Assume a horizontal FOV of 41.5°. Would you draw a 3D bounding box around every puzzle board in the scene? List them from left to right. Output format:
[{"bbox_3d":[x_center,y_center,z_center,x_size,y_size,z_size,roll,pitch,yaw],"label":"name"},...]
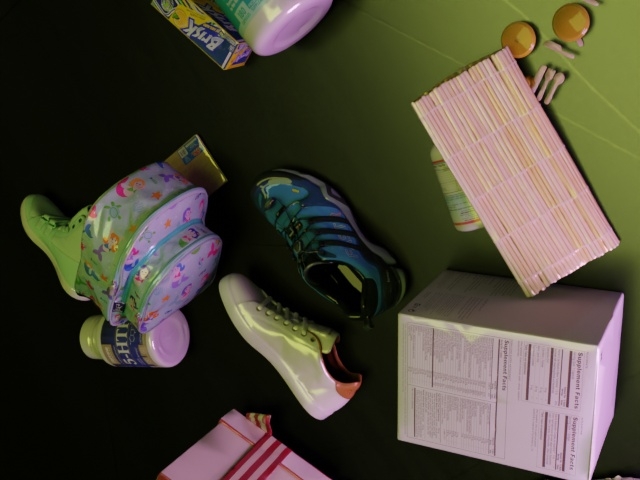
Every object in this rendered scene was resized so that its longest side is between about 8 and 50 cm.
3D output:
[{"bbox_3d":[-0.227,-0.110,1.457,0.128,0.011,0.096,-34,87,32],"label":"puzzle board"}]

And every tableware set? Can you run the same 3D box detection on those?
[{"bbox_3d":[0.294,-0.267,1.120,0.104,0.024,0.154,31,119,20],"label":"tableware set"}]

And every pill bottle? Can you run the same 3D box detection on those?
[{"bbox_3d":[-0.346,0.177,1.555,0.186,0.112,0.112,-5,103,30],"label":"pill bottle"},{"bbox_3d":[-0.112,-0.410,1.218,0.146,0.146,0.264,-40,85,32],"label":"pill bottle"},{"bbox_3d":[0.206,-0.100,1.181,0.087,0.087,0.160,-16,97,31],"label":"pill bottle"}]

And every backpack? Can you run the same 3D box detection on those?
[{"bbox_3d":[-0.277,0.008,1.372,0.191,0.225,0.254,34,137,20],"label":"backpack"}]

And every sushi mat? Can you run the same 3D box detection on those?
[{"bbox_3d":[0.263,-0.091,1.132,0.151,0.019,0.317,-32,97,1],"label":"sushi mat"}]

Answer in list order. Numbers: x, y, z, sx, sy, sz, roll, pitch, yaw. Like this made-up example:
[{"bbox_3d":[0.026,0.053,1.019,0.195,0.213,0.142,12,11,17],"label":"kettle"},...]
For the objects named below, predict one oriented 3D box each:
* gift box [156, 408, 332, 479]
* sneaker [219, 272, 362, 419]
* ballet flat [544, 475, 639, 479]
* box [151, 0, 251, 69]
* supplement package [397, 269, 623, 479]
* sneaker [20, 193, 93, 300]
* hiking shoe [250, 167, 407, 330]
[{"bbox_3d":[-0.132,0.460,1.443,0.255,0.258,0.276,36,119,13],"label":"gift box"},{"bbox_3d":[-0.041,0.150,1.398,0.123,0.106,0.290,-39,93,23],"label":"sneaker"},{"bbox_3d":[0.377,0.403,1.257,0.241,0.077,0.091,-25,94,33],"label":"ballet flat"},{"bbox_3d":[-0.183,-0.344,1.329,0.169,0.059,0.054,42,123,11],"label":"box"},{"bbox_3d":[0.264,0.176,1.172,0.262,0.199,0.198,7,110,26],"label":"supplement package"},{"bbox_3d":[-0.450,-0.032,1.543,0.256,0.094,0.151,50,119,26],"label":"sneaker"},{"bbox_3d":[0.000,0.000,1.298,0.304,0.132,0.113,40,120,12],"label":"hiking shoe"}]
